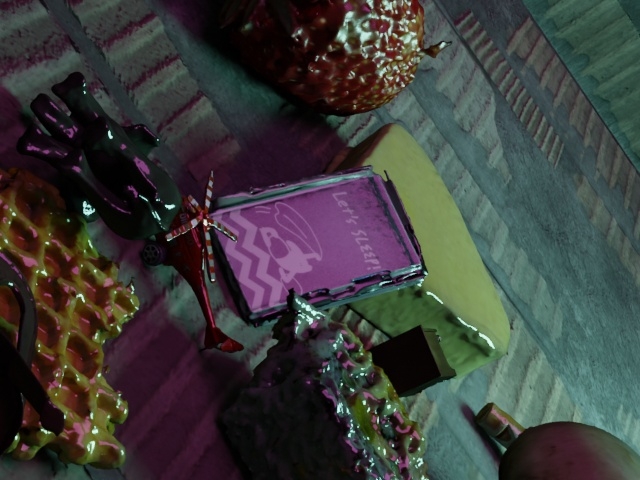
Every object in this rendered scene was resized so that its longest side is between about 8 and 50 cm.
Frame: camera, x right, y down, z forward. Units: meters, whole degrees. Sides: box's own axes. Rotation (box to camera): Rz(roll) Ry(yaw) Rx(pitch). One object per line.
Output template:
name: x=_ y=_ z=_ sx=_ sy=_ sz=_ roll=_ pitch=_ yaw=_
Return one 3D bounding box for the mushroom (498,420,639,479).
mushroom: x=0.278 y=0.395 z=1.554 sx=0.362 sy=0.294 sz=0.362 roll=-14 pitch=90 yaw=-88

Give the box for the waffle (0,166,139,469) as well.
waffle: x=-0.261 y=0.057 z=1.168 sx=0.281 sy=0.058 sz=0.301 roll=20 pitch=45 yaw=-50

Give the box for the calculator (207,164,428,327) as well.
calculator: x=0.000 y=0.000 z=1.595 sx=0.274 sy=0.028 sz=0.166 roll=-13 pitch=73 yaw=-34

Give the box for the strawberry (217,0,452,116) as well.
strawberry: x=0.037 y=-0.318 z=1.857 sx=0.343 sy=0.292 sz=0.292 roll=27 pitch=38 yaw=-39

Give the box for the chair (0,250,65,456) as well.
chair: x=-0.295 y=0.102 z=0.945 sx=0.175 sy=0.183 sz=0.326 roll=37 pitch=2 yaw=-21

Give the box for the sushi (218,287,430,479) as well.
sushi: x=0.005 y=0.196 z=1.390 sx=0.274 sy=0.139 sz=0.184 roll=58 pitch=22 yaw=8

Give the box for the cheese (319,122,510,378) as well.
cheese: x=0.109 y=-0.021 z=1.865 sx=0.384 sy=0.104 sz=0.384 roll=42 pitch=29 yaw=-30

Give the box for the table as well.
table: x=0.119 y=0.157 z=1.709 sx=0.082 sy=0.083 sz=0.070 roll=10 pitch=55 yaw=-66

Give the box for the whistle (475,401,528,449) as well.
whistle: x=0.309 y=0.307 z=1.868 sx=0.220 sy=0.107 sz=0.057 roll=39 pitch=31 yaw=-3

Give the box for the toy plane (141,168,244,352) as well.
toy plane: x=-0.131 y=0.028 z=1.422 sx=0.194 sy=0.077 sz=0.126 roll=63 pitch=28 yaw=-7

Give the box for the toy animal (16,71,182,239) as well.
toy animal: x=-0.222 y=-0.074 z=1.303 sx=0.146 sy=0.114 sz=0.245 roll=44 pitch=8 yaw=-40
